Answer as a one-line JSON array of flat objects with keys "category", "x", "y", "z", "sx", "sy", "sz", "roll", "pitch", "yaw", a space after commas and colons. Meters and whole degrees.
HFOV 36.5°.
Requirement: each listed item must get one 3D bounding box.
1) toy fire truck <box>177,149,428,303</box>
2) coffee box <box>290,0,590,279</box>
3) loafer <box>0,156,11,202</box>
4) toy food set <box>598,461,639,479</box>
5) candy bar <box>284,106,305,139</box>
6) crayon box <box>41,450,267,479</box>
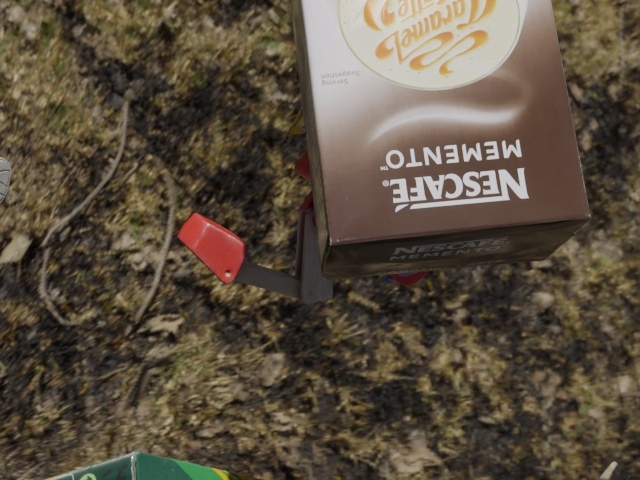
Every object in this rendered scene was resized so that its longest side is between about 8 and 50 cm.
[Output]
[{"category": "toy fire truck", "x": 0.000, "y": 0.000, "z": 0.770, "sx": 0.192, "sy": 0.047, "sz": 0.135, "roll": 34, "pitch": 89, "yaw": -27}, {"category": "coffee box", "x": 0.057, "y": -0.111, "z": 0.558, "sx": 0.141, "sy": 0.098, "sz": 0.246, "roll": -6, "pitch": 77, "yaw": -4}, {"category": "loafer", "x": -0.403, "y": -0.041, "z": 1.128, "sx": 0.045, "sy": 0.039, "sz": 0.125, "roll": 39, "pitch": 63, "yaw": -50}, {"category": "toy food set", "x": 0.215, "y": 0.202, "z": 0.624, "sx": 0.019, "sy": 0.122, "sz": 0.078, "roll": 34, "pitch": 86, "yaw": -41}, {"category": "candy bar", "x": 0.021, "y": -0.108, "z": 0.774, "sx": 0.018, "sy": 0.040, "sz": 0.161, "roll": 40, "pitch": 30, "yaw": 18}, {"category": "crayon box", "x": -0.147, "y": 0.280, "z": 0.910, "sx": 0.318, "sy": 0.202, "sz": 0.081, "roll": 34, "pitch": 41, "yaw": -53}]
